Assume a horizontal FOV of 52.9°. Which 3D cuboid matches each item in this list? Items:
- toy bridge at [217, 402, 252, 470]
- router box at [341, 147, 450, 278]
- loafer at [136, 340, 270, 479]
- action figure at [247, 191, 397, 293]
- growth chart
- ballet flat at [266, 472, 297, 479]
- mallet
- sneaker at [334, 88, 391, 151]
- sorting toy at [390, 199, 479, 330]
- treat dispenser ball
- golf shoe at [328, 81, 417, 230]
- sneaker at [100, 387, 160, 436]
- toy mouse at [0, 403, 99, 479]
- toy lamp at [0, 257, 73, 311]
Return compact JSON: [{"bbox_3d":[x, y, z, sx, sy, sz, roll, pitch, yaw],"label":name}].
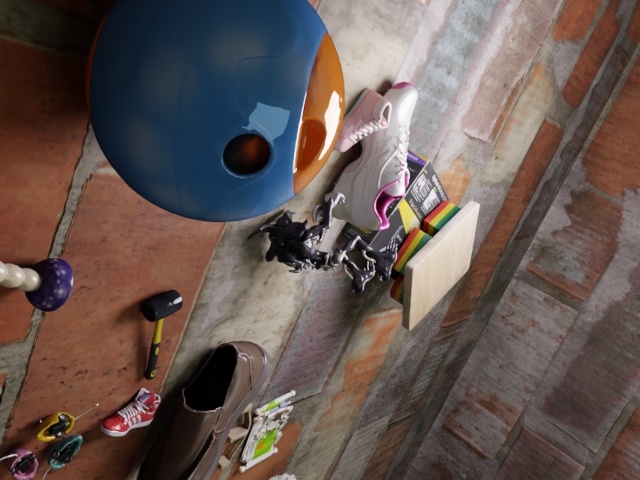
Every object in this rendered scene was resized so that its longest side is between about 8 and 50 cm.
[{"bbox_3d":[-0.194,0.446,1.484,0.063,0.026,0.188,-11,127,-55],"label":"toy bridge"},{"bbox_3d":[0.196,-0.049,1.542,0.242,0.081,0.309,-55,151,-4],"label":"router box"},{"bbox_3d":[-0.242,0.336,1.216,0.365,0.134,0.130,-60,149,-16],"label":"loafer"},{"bbox_3d":[0.000,0.000,1.227,0.276,0.140,0.164,23,137,-24],"label":"action figure"},{"bbox_3d":[-0.132,0.478,1.619,0.172,0.021,0.237,-19,134,-50],"label":"growth chart"},{"bbox_3d":[-0.212,0.742,1.652,0.409,0.147,0.147,-43,148,-27],"label":"ballet flat"},{"bbox_3d":[-0.269,0.160,1.085,0.062,0.039,0.189,-32,147,-42],"label":"mallet"},{"bbox_3d":[0.084,-0.217,1.216,0.134,0.070,0.051,-57,153,2],"label":"sneaker"},{"bbox_3d":[0.264,0.049,1.565,0.255,0.089,0.257,-41,149,-26],"label":"sorting toy"},{"bbox_3d":[-0.116,-0.164,0.732,0.288,0.288,0.288,-38,146,-32],"label":"treat dispenser ball"},{"bbox_3d":[0.136,-0.160,1.283,0.115,0.140,0.306,7,111,-57],"label":"golf shoe"},{"bbox_3d":[-0.325,0.296,1.115,0.067,0.042,0.118,-60,159,13],"label":"sneaker"},{"bbox_3d":[-0.430,0.328,0.996,0.161,0.031,0.143,-17,131,-50],"label":"toy mouse"},{"bbox_3d":[-0.396,0.026,0.703,0.080,0.080,0.275,-59,151,2],"label":"toy lamp"}]
